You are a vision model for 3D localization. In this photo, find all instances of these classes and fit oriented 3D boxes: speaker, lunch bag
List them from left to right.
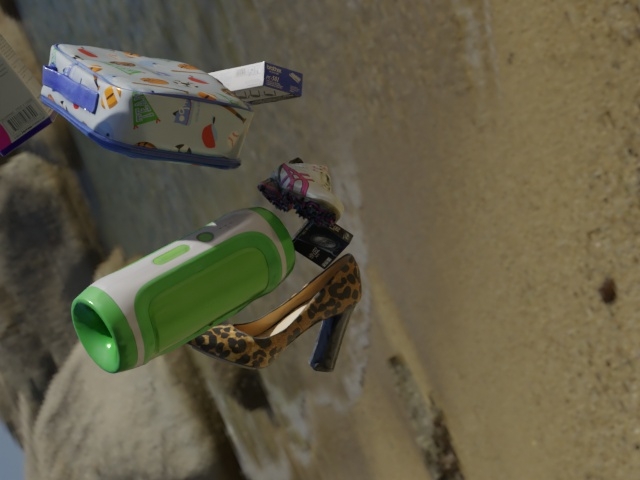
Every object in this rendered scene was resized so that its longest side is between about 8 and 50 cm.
[{"bbox_3d":[-0.254,-0.190,1.678,0.303,0.243,0.115,31,112,50],"label":"lunch bag"},{"bbox_3d":[-0.177,0.061,1.590,0.131,0.296,0.131,32,137,36],"label":"speaker"}]

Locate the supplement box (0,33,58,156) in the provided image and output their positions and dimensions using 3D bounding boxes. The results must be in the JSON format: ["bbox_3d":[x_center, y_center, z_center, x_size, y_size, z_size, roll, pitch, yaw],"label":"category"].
[{"bbox_3d":[-0.565,-0.272,2.063,0.220,0.111,0.114,55,-175,-18],"label":"supplement box"}]

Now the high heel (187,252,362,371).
[{"bbox_3d":[-0.064,0.093,1.749,0.093,0.261,0.186,35,112,55],"label":"high heel"}]

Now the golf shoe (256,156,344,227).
[{"bbox_3d":[-0.017,-0.076,1.677,0.067,0.086,0.186,48,168,-33],"label":"golf shoe"}]

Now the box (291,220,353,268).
[{"bbox_3d":[0.000,0.000,1.735,0.067,0.018,0.083,34,141,-8],"label":"box"}]

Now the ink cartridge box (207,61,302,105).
[{"bbox_3d":[-0.138,-0.275,2.147,0.207,0.097,0.046,-3,81,44],"label":"ink cartridge box"}]
